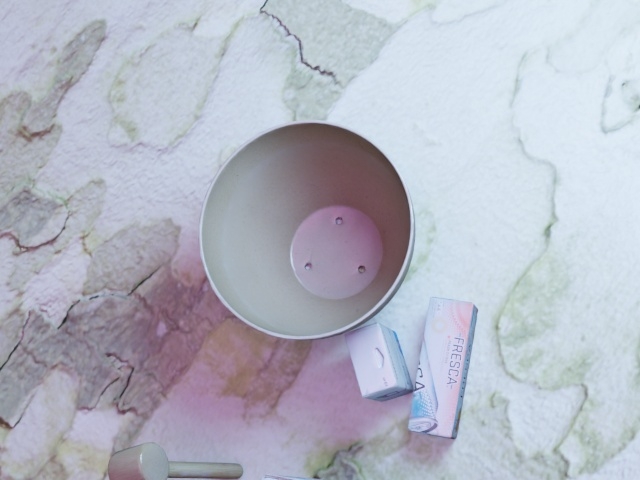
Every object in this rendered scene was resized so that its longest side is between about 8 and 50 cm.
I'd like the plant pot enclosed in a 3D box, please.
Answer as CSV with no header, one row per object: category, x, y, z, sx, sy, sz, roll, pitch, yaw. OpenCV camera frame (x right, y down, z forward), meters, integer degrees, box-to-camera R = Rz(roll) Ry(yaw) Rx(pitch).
plant pot,0.000,0.000,1.655,0.284,0.191,0.284,-2,80,13

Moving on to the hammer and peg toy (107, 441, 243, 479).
hammer and peg toy,-0.120,0.416,1.568,0.127,0.266,0.362,-23,80,35

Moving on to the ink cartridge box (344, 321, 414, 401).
ink cartridge box,0.079,0.163,1.640,0.052,0.122,0.089,-19,75,10

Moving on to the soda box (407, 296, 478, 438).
soda box,0.165,0.170,1.651,0.062,0.058,0.183,8,81,15

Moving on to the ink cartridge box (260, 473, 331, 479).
ink cartridge box,0.044,0.402,1.518,0.114,0.272,0.199,0,78,45
